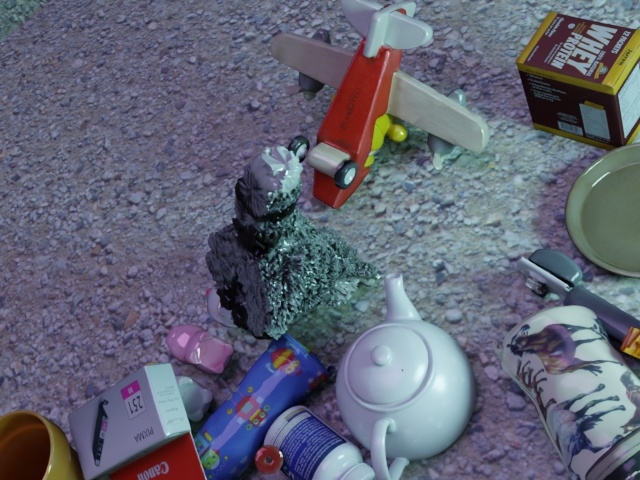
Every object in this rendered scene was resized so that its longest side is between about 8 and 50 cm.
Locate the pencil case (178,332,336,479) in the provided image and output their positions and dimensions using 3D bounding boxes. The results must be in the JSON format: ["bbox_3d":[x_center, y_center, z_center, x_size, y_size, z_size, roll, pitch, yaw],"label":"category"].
[{"bbox_3d":[-0.115,0.305,1.457,0.119,0.133,0.306,40,82,13],"label":"pencil case"}]

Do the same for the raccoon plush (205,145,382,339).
[{"bbox_3d":[0.000,0.000,1.416,0.299,0.446,0.216,-21,72,-31],"label":"raccoon plush"}]

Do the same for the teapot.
[{"bbox_3d":[0.125,0.230,1.344,0.252,0.187,0.256,-42,52,-5],"label":"teapot"}]

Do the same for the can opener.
[{"bbox_3d":[0.439,0.097,1.352,0.093,0.074,0.280,-44,51,-7],"label":"can opener"}]

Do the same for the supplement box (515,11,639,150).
[{"bbox_3d":[0.486,-0.287,1.504,0.191,0.194,0.129,25,72,36],"label":"supplement box"}]

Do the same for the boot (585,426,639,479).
[{"bbox_3d":[0.520,0.342,0.954,0.138,0.377,0.284,-63,35,37],"label":"boot"}]

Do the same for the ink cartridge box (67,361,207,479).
[{"bbox_3d":[-0.322,0.371,1.431,0.275,0.060,0.239,-34,69,37],"label":"ink cartridge box"}]

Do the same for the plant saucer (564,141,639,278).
[{"bbox_3d":[0.563,-0.050,1.411,0.278,0.041,0.278,-13,54,19],"label":"plant saucer"}]

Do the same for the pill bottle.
[{"bbox_3d":[0.005,0.367,1.362,0.187,0.112,0.112,30,76,37],"label":"pill bottle"}]

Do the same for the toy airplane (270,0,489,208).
[{"bbox_3d":[0.108,-0.295,1.646,0.384,0.272,0.386,-21,85,28],"label":"toy airplane"}]

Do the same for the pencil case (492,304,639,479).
[{"bbox_3d":[0.407,0.286,1.189,0.183,0.160,0.410,-20,52,-3],"label":"pencil case"}]

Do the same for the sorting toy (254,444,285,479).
[{"bbox_3d":[-0.098,0.471,1.296,0.132,0.046,0.274,-12,81,-7],"label":"sorting toy"}]

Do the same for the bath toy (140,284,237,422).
[{"bbox_3d":[-0.242,0.224,1.576,0.151,0.129,0.348,33,75,-8],"label":"bath toy"}]

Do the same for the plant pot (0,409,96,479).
[{"bbox_3d":[-0.520,0.442,1.519,0.205,0.188,0.205,-13,54,19],"label":"plant pot"}]

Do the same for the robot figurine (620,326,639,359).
[{"bbox_3d":[0.596,0.154,1.169,0.291,0.085,0.211,25,94,11],"label":"robot figurine"}]
